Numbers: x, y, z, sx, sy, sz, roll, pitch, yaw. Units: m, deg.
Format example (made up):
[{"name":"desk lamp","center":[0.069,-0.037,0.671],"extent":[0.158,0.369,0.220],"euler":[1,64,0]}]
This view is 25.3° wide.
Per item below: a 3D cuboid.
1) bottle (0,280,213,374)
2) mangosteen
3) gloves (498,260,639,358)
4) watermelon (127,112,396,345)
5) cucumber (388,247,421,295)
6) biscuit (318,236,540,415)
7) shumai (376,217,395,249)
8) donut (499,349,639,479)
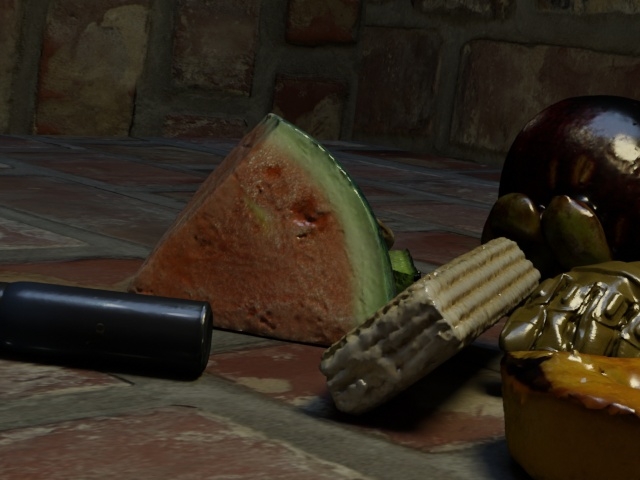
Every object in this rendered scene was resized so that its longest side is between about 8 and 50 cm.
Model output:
[{"name":"bottle","center":[-0.228,0.081,1.380],"extent":[0.244,0.072,0.082],"euler":[7,-3,1]},{"name":"mangosteen","center":[0.355,-0.029,1.893],"extent":[0.347,0.307,0.307],"euler":[-33,30,-29]},{"name":"gloves","center":[0.321,0.090,1.488],"extent":[0.331,0.141,0.154],"euler":[1,12,-33]},{"name":"watermelon","center":[-0.040,0.012,1.614],"extent":[0.292,0.283,0.250],"euler":[-34,17,-36]},{"name":"cucumber","center":[0.093,0.044,1.954],"extent":[0.070,0.046,0.220],"euler":[4,7,-2]},{"name":"biscuit","center":[0.119,0.079,1.447],"extent":[0.144,0.078,0.426],"euler":[-38,-7,18]},{"name":"shumai","center":[0.000,0.000,1.897],"extent":[0.201,0.120,0.201],"euler":[23,-6,3]},{"name":"donut","center":[0.265,0.145,1.179],"extent":[0.253,0.118,0.253],"euler":[5,11,-1]}]
